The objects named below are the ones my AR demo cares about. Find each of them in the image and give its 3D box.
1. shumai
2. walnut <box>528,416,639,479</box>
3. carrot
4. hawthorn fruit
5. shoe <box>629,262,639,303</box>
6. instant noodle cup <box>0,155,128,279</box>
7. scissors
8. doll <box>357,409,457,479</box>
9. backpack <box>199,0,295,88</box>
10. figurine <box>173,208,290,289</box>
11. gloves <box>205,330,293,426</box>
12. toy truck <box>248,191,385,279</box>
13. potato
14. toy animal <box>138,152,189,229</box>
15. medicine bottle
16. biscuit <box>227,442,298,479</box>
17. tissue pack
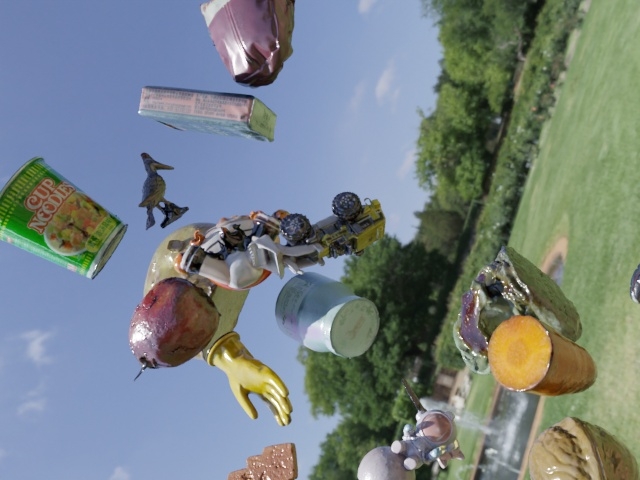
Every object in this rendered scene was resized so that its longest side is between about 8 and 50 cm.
[{"bbox_3d":[0.480,0.196,1.672,0.288,0.292,0.330,-51,10,21],"label":"shumai"},{"bbox_3d":[0.561,0.492,1.349,0.228,0.228,0.227,17,-90,-76],"label":"walnut"},{"bbox_3d":[0.492,0.254,1.333,0.159,0.225,0.159,-40,41,48],"label":"carrot"},{"bbox_3d":[-0.322,0.189,1.318,0.235,0.181,0.181,-50,-21,-16],"label":"hawthorn fruit"},{"bbox_3d":[1.062,0.080,1.918,0.114,0.137,0.290,16,-71,-33],"label":"shoe"},{"bbox_3d":[-0.553,-0.036,1.361,0.207,0.233,0.207,-56,10,15],"label":"instant noodle cup"},{"bbox_3d":[0.352,0.588,2.075,0.160,0.317,0.024,-8,-37,-33],"label":"scissors"},{"bbox_3d":[0.229,0.533,1.582,0.287,0.151,0.151,-40,-19,-6],"label":"doll"},{"bbox_3d":[-0.172,-0.574,1.728,0.197,0.283,0.317,4,-117,-50],"label":"backpack"},{"bbox_3d":[-0.208,0.031,1.610,0.323,0.320,0.196,-134,21,-88],"label":"figurine"},{"bbox_3d":[-0.176,0.384,1.713,0.116,0.294,0.133,-33,-31,-31],"label":"gloves"},{"bbox_3d":[0.000,0.000,1.294,0.286,0.111,0.136,-25,-29,-11],"label":"toy truck"},{"bbox_3d":[-0.430,0.150,2.078,0.385,0.320,0.441,49,-122,-76],"label":"potato"},{"bbox_3d":[-0.362,-0.109,1.389,0.105,0.070,0.202,6,-120,-47],"label":"toy animal"},{"bbox_3d":[0.026,0.244,2.055,0.245,0.290,0.244,-8,-77,-35],"label":"medicine bottle"},{"bbox_3d":[-0.177,0.828,2.172,0.306,0.284,0.043,-54,-39,-4],"label":"biscuit"},{"bbox_3d":[-0.297,-0.345,1.718,0.228,0.316,0.103,-3,-78,-77],"label":"tissue pack"}]
